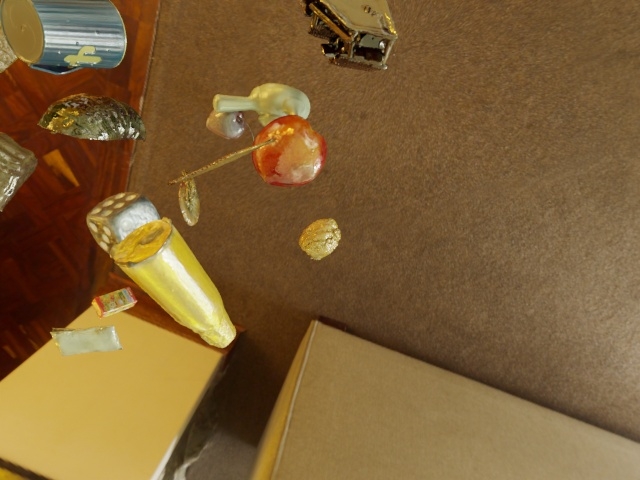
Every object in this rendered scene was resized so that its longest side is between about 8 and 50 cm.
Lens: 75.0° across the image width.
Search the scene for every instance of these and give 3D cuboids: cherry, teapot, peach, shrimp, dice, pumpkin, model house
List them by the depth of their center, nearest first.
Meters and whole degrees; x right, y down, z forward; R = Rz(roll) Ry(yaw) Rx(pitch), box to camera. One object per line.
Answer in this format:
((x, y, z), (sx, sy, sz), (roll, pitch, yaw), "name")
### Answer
((-0.637, -0.344, 1.187), (0.278, 0.163, 0.111), (10, 115, -27), "pumpkin")
((-0.102, -0.276, 1.348), (0.243, 0.199, 0.244), (-1, 82, 4), "peach")
((0.073, -0.676, 1.383), (0.316, 0.298, 0.283), (8, 159, -5), "model house")
((-0.197, -0.473, 1.470), (0.317, 0.220, 0.149), (9, 92, -1), "teapot")
((-0.692, -0.056, 1.482), (0.181, 0.182, 0.183), (10, 129, 29), "dice")
((-0.330, -0.400, 1.509), (0.147, 0.115, 0.188), (-16, 113, -11), "cherry")
((-0.537, -0.176, 1.674), (0.053, 0.133, 0.236), (-9, 84, 21), "shrimp")

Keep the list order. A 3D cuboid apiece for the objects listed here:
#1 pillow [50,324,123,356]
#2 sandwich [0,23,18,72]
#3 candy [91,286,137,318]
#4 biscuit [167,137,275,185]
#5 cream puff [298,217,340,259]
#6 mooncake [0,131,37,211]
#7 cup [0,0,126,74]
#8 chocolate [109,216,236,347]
((-0.912, 0.392, 1.634), (0.229, 0.050, 0.148), (-2, 130, -9), "pillow")
((-0.940, -0.492, 1.142), (0.289, 0.254, 0.100), (-52, 135, -12), "sandwich")
((-0.677, 0.203, 1.372), (0.038, 0.121, 0.062), (-41, 78, 37), "candy")
((-0.249, -0.205, 1.080), (0.231, 0.237, 0.013), (-17, 103, 29), "biscuit")
((0.000, 0.000, 1.675), (0.189, 0.189, 0.130), (-38, 71, 23), "cream puff")
((-1.307, -0.264, 1.684), (0.324, 0.324, 0.187), (-40, 124, 23), "mooncake")
((-0.469, -0.364, 0.751), (0.176, 0.155, 0.131), (-31, 96, 32), "cup")
((-0.361, 0.149, 1.112), (0.161, 0.162, 0.446), (-9, 134, 14), "chocolate")
